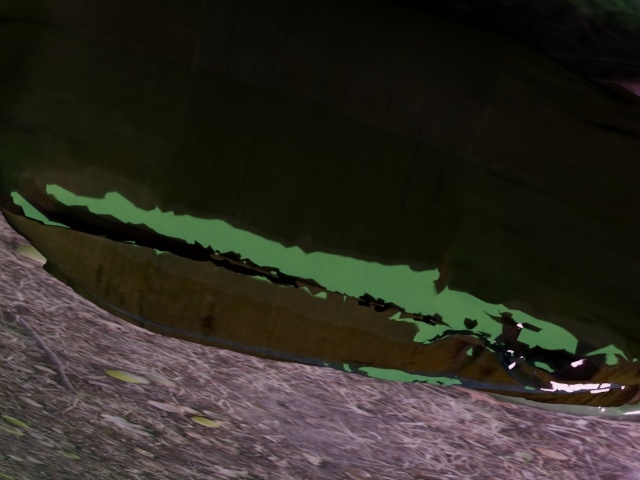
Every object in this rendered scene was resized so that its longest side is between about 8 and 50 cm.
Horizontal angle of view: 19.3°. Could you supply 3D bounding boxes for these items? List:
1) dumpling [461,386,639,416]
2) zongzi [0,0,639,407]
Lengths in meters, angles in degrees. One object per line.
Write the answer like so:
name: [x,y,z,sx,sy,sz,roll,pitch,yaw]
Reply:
dumpling: [0.102,0.029,0.968,0.217,0.105,0.149,19,171,13]
zongzi: [0.000,0.000,0.893,0.323,0.160,0.360,21,163,-2]
